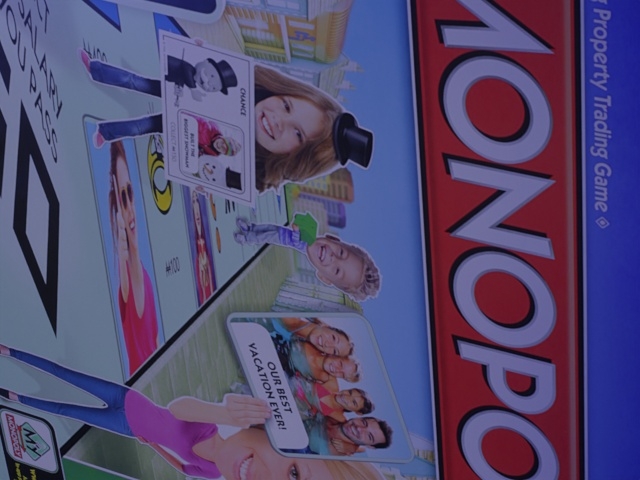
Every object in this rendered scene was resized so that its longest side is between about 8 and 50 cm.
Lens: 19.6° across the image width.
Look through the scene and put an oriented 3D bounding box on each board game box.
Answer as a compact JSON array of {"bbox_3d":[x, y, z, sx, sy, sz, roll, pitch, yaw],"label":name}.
[{"bbox_3d":[0.000,0.000,0.451,0.213,0.046,0.317,14,127,28],"label":"board game box"}]
